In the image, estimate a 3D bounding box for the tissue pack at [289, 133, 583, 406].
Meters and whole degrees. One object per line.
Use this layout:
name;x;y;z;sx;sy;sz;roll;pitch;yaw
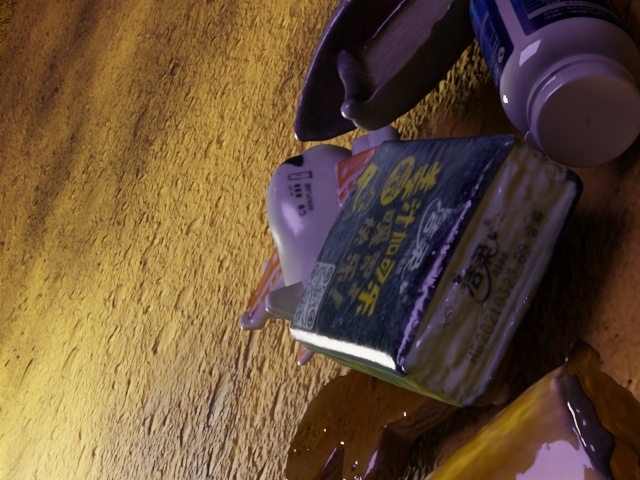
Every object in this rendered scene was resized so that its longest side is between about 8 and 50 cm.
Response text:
tissue pack;0.075;0.015;1.208;0.185;0.081;0.257;-64;18;-6

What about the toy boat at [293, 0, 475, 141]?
toy boat;0.091;-0.190;1.398;0.276;0.111;0.293;-51;15;-7

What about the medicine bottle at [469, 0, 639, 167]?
medicine bottle;0.179;-0.139;1.203;0.107;0.107;0.191;-55;26;27

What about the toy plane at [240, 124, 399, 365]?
toy plane;0.000;0.000;1.459;0.244;0.117;0.244;-49;29;40

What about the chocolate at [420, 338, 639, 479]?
chocolate;0.031;0.246;0.954;0.445;0.162;0.162;-40;32;22

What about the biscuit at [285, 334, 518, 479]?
biscuit;0.066;0.118;1.288;0.301;0.049;0.197;-45;22;40
